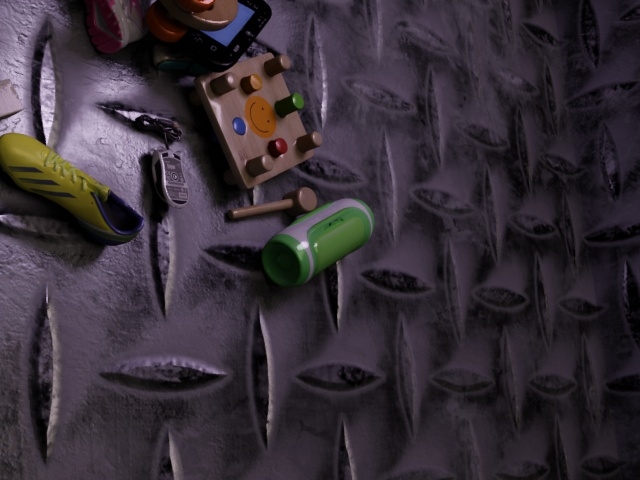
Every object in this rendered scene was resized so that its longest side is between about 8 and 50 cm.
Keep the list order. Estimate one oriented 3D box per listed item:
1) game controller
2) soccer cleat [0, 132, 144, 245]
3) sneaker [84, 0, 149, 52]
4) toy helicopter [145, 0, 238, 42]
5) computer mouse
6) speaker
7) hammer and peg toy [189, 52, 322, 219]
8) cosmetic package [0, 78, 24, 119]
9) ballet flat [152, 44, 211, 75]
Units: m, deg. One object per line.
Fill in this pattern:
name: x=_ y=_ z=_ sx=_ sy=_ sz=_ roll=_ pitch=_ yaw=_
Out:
game controller: x=-0.214 y=-0.460 z=1.912 sx=0.166 sy=0.067 sz=0.319 roll=24 pitch=41 yaw=1
soccer cleat: x=-0.424 y=-0.096 z=1.572 sx=0.289 sy=0.121 sz=0.093 roll=43 pitch=50 yaw=-31
sneaker: x=-0.404 y=-0.487 z=1.750 sx=0.111 sy=0.103 sz=0.252 roll=-24 pitch=103 yaw=-54
toy helicopter: x=-0.268 y=-0.568 z=1.764 sx=0.235 sy=0.140 sz=0.355 roll=-26 pitch=86 yaw=-43
computer mouse: x=-0.307 y=-0.149 z=1.789 sx=0.106 sy=0.042 sz=0.193 roll=8 pitch=67 yaw=-52
speaker: x=0.000 y=0.000 z=2.025 sx=0.296 sy=0.131 sz=0.131 roll=-30 pitch=101 yaw=-49
hammer and peg toy: x=-0.117 y=-0.209 z=1.955 sx=0.266 sy=0.127 sz=0.361 roll=-31 pitch=102 yaw=-49
cosmetic package: x=-0.561 y=-0.225 z=1.519 sx=0.115 sy=0.041 sz=0.060 roll=-31 pitch=101 yaw=-49
ballet flat: x=-0.276 y=-0.379 z=1.888 sx=0.168 sy=0.057 sz=0.052 roll=-2 pitch=70 yaw=-49
